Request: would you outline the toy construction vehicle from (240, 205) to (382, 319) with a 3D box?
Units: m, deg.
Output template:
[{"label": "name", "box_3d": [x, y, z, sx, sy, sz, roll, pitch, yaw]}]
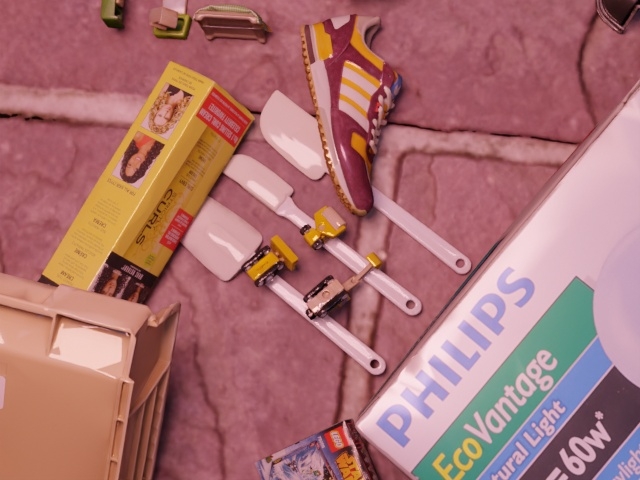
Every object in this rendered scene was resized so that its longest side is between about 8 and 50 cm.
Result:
[{"label": "toy construction vehicle", "box_3d": [-0.006, 0.024, 1.178, 0.098, 0.035, 0.086, -42, 72, -9]}]

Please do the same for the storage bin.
[{"label": "storage bin", "box_3d": [-0.271, 0.138, 1.096, 0.262, 0.123, 0.260, 14, 113, 6]}]

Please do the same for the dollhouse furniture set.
[{"label": "dollhouse furniture set", "box_3d": [-0.119, -0.219, 1.207, 0.151, 0.076, 0.059, 4, 84, 5]}]

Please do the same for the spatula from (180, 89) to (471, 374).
[{"label": "spatula", "box_3d": [0.000, 0.000, 1.205, 0.242, 0.019, 0.168, 39, 81, 6]}]

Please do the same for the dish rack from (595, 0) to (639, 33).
[{"label": "dish rack", "box_3d": [0.407, -0.203, 1.178, 0.271, 0.074, 0.208, 43, 89, 6]}]

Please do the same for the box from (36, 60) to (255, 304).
[{"label": "box", "box_3d": [-0.153, -0.036, 1.176, 0.058, 0.087, 0.232, 27, 84, 30]}]

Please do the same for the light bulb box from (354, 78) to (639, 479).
[{"label": "light bulb box", "box_3d": [0.272, 0.127, 1.067, 0.361, 0.225, 0.358, 39, 87, 6]}]

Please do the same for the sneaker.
[{"label": "sneaker", "box_3d": [0.037, -0.115, 1.184, 0.084, 0.069, 0.185, -13, 78, -1]}]

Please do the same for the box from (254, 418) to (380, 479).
[{"label": "box", "box_3d": [0.012, 0.235, 1.153, 0.094, 0.027, 0.137, -27, 78, 16]}]
